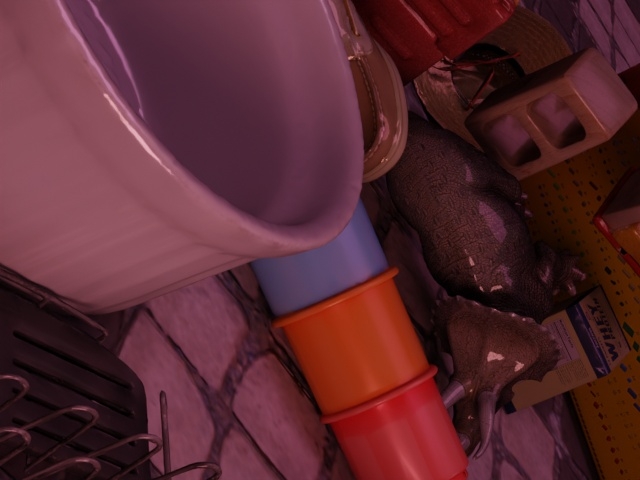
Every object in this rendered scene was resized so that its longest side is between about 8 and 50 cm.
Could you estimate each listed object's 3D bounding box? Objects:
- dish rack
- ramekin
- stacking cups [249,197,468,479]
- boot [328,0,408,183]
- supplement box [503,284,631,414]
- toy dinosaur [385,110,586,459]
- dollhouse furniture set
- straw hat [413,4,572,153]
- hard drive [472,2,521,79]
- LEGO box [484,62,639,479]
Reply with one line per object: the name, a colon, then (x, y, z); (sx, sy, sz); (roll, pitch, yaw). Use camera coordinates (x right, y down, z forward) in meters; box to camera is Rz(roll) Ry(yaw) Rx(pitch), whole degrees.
dish rack: (-0.106, 0.122, 0.645); (0.208, 0.074, 0.272); (33, 38, -44)
ramekin: (-0.108, -0.098, 0.793); (0.277, 0.135, 0.277); (45, 31, -37)
stacking cups: (0.000, 0.000, 0.971); (0.316, 0.096, 0.096); (64, 24, -3)
boot: (-0.031, -0.143, 1.066); (0.165, 0.077, 0.213); (23, 41, -57)
supplement box: (0.174, 0.080, 1.251); (0.056, 0.083, 0.083); (65, 24, 0)
toy dinosaur: (0.101, -0.011, 1.153); (0.160, 0.121, 0.314); (25, 48, -74)
dollhouse furniture set: (0.186, -0.137, 1.245); (0.374, 0.152, 0.201); (49, 58, -11)
straw hat: (0.136, -0.127, 1.393); (0.061, 0.144, 0.144); (123, -51, -70)
hard drive: (0.085, -0.278, 1.475); (0.307, 0.040, 0.203); (31, 40, -50)
LEGO box: (0.368, 0.125, 1.464); (0.372, 0.193, 0.500); (16, 52, -59)
